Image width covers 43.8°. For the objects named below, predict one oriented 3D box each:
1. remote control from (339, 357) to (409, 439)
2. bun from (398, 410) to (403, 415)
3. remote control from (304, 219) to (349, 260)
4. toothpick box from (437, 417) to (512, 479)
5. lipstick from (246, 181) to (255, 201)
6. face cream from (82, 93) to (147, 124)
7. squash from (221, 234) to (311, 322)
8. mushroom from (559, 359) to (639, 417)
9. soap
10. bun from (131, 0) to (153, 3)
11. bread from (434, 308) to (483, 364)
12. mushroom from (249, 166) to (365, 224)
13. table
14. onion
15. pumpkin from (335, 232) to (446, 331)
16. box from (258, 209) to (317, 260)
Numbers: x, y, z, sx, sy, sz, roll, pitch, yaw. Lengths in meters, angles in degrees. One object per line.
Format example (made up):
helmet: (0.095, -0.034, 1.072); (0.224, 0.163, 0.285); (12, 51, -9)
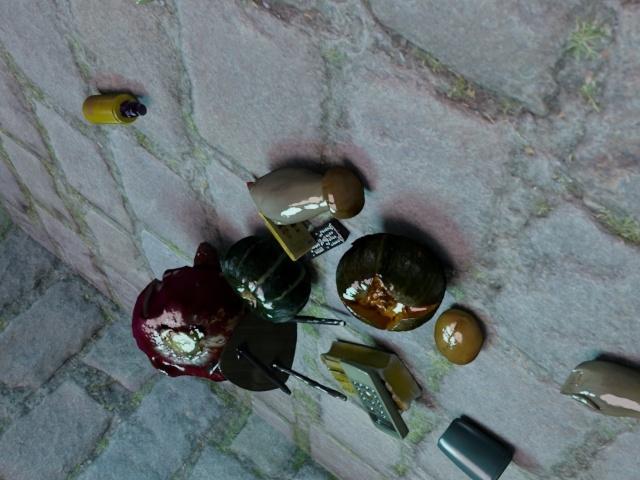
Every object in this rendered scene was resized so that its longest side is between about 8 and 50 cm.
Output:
remote control: (0.145, 0.432, 2.172); (0.123, 0.038, 0.285); (14, 142, 46)
bun: (0.178, 0.495, 2.381); (0.138, 0.094, 0.138); (33, 158, 15)
remote control: (0.000, 0.000, 1.890); (0.063, 0.025, 0.245); (46, 156, -7)
toothpick box: (0.405, 0.560, 2.112); (0.184, 0.120, 0.120); (36, 156, 20)
lipstick: (-0.113, -0.072, 1.909); (0.186, 0.057, 0.063); (52, -177, -9)
face cream: (-0.522, -0.337, 2.047); (0.273, 0.078, 0.078); (11, 142, 49)
squash: (-0.144, 0.099, 2.101); (0.252, 0.165, 0.252); (33, 157, 16)
mushroom: (0.545, 0.277, 1.448); (0.247, 0.096, 0.108); (5, 112, 49)
soap: (0.136, 0.378, 2.247); (0.274, 0.089, 0.173); (4, 134, 54)
bun: (-0.342, -0.505, 1.499); (0.115, 0.069, 0.115); (41, 145, 38)
bread: (0.299, 0.219, 1.750); (0.114, 0.077, 0.189); (28, 150, 20)
mushroom: (-0.045, -0.095, 1.686); (0.350, 0.128, 0.128); (1, 134, 50)
table: (-0.067, 0.307, 2.203); (0.249, 0.317, 0.317); (16, 146, 39)
onion: (-0.355, 0.195, 2.383); (0.398, 0.420, 0.398); (-3, 130, -3)
pumpkin: (0.145, 0.081, 1.638); (0.238, 0.159, 0.238); (14, 141, 12)
box: (-0.079, -0.030, 1.869); (0.149, 0.073, 0.020); (54, 155, -1)
